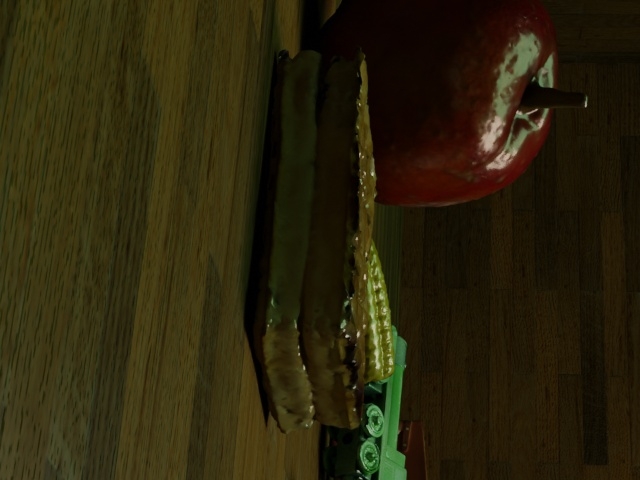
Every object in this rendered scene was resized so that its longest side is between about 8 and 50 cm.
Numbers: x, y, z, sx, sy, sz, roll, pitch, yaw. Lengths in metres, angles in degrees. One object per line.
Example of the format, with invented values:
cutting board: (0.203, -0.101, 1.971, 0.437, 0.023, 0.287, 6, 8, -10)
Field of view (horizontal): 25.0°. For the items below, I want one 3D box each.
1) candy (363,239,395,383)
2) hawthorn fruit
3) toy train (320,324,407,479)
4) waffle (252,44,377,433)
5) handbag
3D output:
candy: (0.032, 0.068, 1.662, 0.106, 0.094, 0.199, 20, -61, 59)
hawthorn fruit: (0.150, -0.171, 1.601, 0.287, 0.330, 0.287, -18, 113, -49)
toy train: (0.067, 0.219, 1.884, 0.119, 0.085, 0.251, 37, 49, -40)
waffle: (-0.001, 0.000, 1.329, 0.213, 0.091, 0.308, 82, 10, -56)
handbag: (0.080, 0.328, 1.930, 0.063, 0.127, 0.190, 87, 2, -48)
